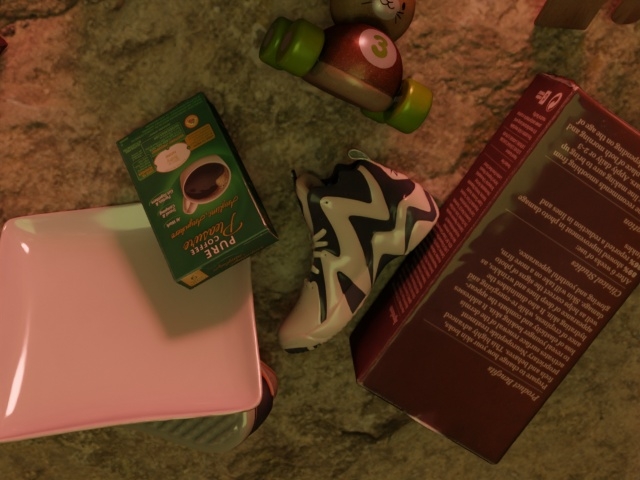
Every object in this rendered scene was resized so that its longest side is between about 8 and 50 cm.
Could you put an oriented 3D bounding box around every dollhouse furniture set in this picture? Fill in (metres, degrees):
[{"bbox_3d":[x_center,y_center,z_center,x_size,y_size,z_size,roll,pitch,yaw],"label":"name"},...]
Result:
[{"bbox_3d":[0.309,-0.314,0.946,0.144,0.123,0.151,4,72,-4],"label":"dollhouse furniture set"}]

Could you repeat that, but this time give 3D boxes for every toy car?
[{"bbox_3d":[0.054,-0.228,0.908,0.155,0.149,0.188,24,97,-21],"label":"toy car"}]

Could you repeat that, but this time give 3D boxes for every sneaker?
[{"bbox_3d":[-0.200,0.147,1.027,0.321,0.127,0.126,18,103,18],"label":"sneaker"},{"bbox_3d":[0.000,0.000,0.996,0.153,0.094,0.235,42,101,-12],"label":"sneaker"}]

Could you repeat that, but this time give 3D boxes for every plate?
[{"bbox_3d":[-0.203,0.078,0.950,0.277,0.278,0.045,-7,142,-1],"label":"plate"}]

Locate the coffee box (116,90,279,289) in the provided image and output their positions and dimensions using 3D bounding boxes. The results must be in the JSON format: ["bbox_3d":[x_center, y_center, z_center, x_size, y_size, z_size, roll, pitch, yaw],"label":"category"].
[{"bbox_3d":[-0.130,-0.053,0.948,0.113,0.040,0.184,-30,67,5],"label":"coffee box"}]

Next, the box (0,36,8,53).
[{"bbox_3d":[-0.454,-0.198,0.877,0.167,0.168,0.203,-44,104,10],"label":"box"}]

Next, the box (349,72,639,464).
[{"bbox_3d":[0.215,0.031,0.992,0.191,0.143,0.381,33,101,-12],"label":"box"}]
